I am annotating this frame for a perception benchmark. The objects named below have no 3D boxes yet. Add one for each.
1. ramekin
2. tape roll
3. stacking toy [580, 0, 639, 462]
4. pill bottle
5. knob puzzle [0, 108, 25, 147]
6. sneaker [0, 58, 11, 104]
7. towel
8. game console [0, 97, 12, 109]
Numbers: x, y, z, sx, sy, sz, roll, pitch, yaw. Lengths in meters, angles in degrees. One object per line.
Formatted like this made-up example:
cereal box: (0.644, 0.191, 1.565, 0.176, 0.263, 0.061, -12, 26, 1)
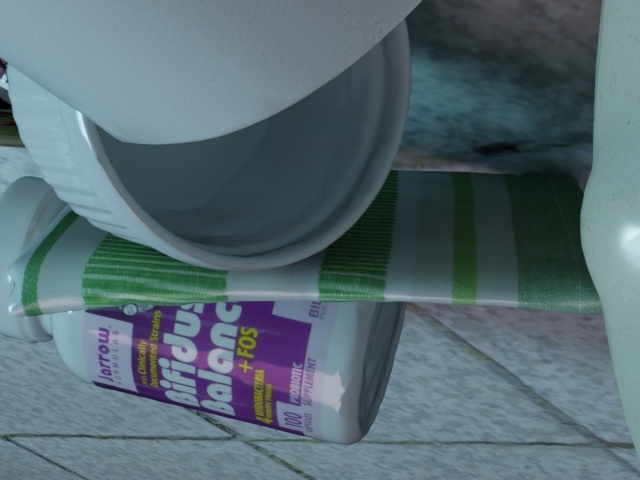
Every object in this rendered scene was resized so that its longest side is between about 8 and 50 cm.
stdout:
ramekin: (-0.064, -0.088, 0.798, 0.207, 0.207, 0.109, 34, 160, -34)
tape roll: (-0.060, -0.179, 0.527, 0.246, 0.246, 0.169, -7, 146, 45)
stacking toy: (0.361, -0.041, 0.572, 0.479, 0.351, 0.350, -1, 157, -4)
pill bottle: (-0.096, 0.041, 1.148, 0.301, 0.169, 0.169, 12, 157, 12)
knob puzzle: (-0.205, -0.075, 1.023, 0.213, 0.030, 0.213, 9, -168, -2)
sneaker: (-0.167, -0.154, 0.844, 0.281, 0.106, 0.162, 19, 154, -2)
towel: (0.000, 0.000, 0.908, 0.324, 0.038, 0.248, 1, -164, 5)
game console: (-0.128, -0.093, 0.998, 0.122, 0.107, 0.071, -2, 122, 38)
